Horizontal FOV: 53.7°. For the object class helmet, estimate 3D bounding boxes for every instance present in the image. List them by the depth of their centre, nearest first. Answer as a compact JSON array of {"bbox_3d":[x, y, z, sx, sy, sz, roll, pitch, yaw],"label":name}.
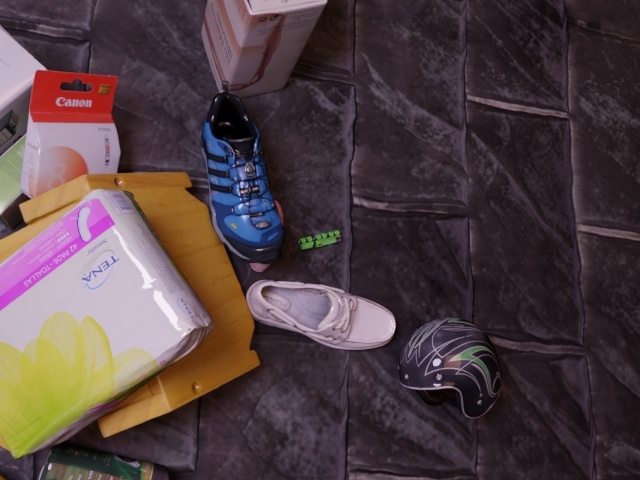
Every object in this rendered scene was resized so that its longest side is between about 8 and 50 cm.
[{"bbox_3d":[0.220,0.213,1.092,0.169,0.169,0.161,-46,109,-21],"label":"helmet"}]

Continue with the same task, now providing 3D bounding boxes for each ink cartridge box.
[{"bbox_3d":[-0.531,-0.154,0.917,0.121,0.211,0.289,42,70,-4],"label":"ink cartridge box"},{"bbox_3d":[-0.359,-0.154,0.938,0.045,0.179,0.145,29,23,26],"label":"ink cartridge box"},{"bbox_3d":[-0.441,-0.121,0.992,0.062,0.109,0.209,40,70,-6],"label":"ink cartridge box"}]

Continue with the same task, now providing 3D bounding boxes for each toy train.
[{"bbox_3d":[0.000,0.000,1.149,0.083,0.017,0.024,-12,91,-19],"label":"toy train"}]

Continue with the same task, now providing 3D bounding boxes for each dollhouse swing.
[{"bbox_3d":[-0.341,0.115,0.997,0.315,0.305,0.347,-13,79,-61],"label":"dollhouse swing"}]

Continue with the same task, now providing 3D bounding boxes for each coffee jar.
[{"bbox_3d":[-0.313,0.356,0.931,0.184,0.096,0.079,17,76,-12],"label":"coffee jar"}]

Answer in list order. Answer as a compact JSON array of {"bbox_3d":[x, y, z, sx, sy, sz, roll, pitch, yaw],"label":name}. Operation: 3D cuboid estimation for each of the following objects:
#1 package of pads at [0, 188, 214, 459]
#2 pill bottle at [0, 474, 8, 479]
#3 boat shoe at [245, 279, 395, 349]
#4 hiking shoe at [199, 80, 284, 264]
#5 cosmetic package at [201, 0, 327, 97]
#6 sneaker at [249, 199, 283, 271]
[{"bbox_3d":[-0.310,0.108,0.806,0.296,0.101,0.229,-37,82,7],"label":"package of pads"},{"bbox_3d":[-0.436,0.413,0.859,0.245,0.136,0.136,38,70,-6],"label":"pill bottle"},{"bbox_3d":[0.011,0.127,1.081,0.277,0.096,0.098,13,74,-14],"label":"boat shoe"},{"bbox_3d":[-0.136,-0.104,1.032,0.113,0.132,0.304,-15,64,-19],"label":"hiking shoe"},{"bbox_3d":[-0.106,-0.369,1.052,0.129,0.296,0.153,-17,82,-19],"label":"cosmetic package"},{"bbox_3d":[-0.089,-0.015,1.097,0.051,0.070,0.134,15,73,-11],"label":"sneaker"}]
